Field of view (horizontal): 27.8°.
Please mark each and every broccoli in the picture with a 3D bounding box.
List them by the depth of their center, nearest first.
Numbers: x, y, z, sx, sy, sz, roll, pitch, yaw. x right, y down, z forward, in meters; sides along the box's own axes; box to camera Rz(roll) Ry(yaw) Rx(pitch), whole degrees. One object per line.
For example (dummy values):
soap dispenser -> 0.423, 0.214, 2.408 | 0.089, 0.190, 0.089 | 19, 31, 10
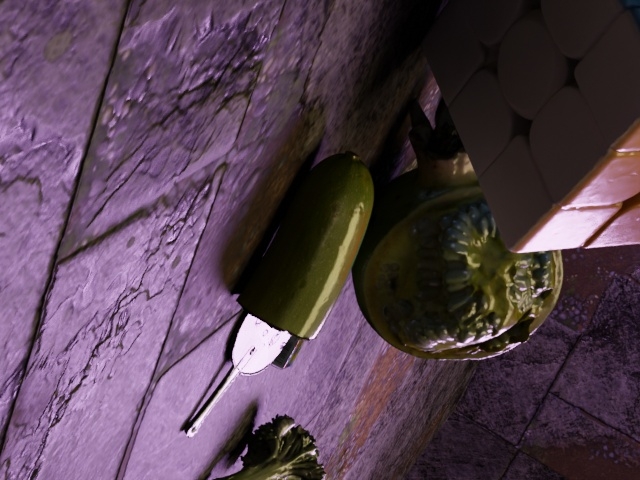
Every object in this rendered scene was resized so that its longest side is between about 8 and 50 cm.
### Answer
broccoli -> -0.087, 0.301, 1.644 | 0.122, 0.118, 0.204 | -32, 170, 40

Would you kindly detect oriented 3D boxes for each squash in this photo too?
squash -> 0.000, 0.000, 1.300 | 0.188, 0.095, 0.095 | -62, 167, 7

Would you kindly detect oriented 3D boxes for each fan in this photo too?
fan -> -0.078, 0.123, 1.417 | 0.226, 0.008, 0.152 | -53, 157, -12

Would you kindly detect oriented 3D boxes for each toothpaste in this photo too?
toothpaste -> -0.016, 0.075, 1.527 | 0.164, 0.034, 0.046 | -61, 170, 3

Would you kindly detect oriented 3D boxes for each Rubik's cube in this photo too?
Rubik's cube -> 0.326, -0.185, 1.341 | 0.292, 0.290, 0.291 | -5, 151, -30

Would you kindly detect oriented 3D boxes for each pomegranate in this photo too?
pomegranate -> 0.163, -0.009, 1.579 | 0.260, 0.260, 0.340 | -35, 126, -61

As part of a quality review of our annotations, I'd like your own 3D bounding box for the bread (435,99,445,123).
bread -> 0.213, -0.183, 1.743 | 0.128, 0.069, 0.140 | -57, 168, -15
